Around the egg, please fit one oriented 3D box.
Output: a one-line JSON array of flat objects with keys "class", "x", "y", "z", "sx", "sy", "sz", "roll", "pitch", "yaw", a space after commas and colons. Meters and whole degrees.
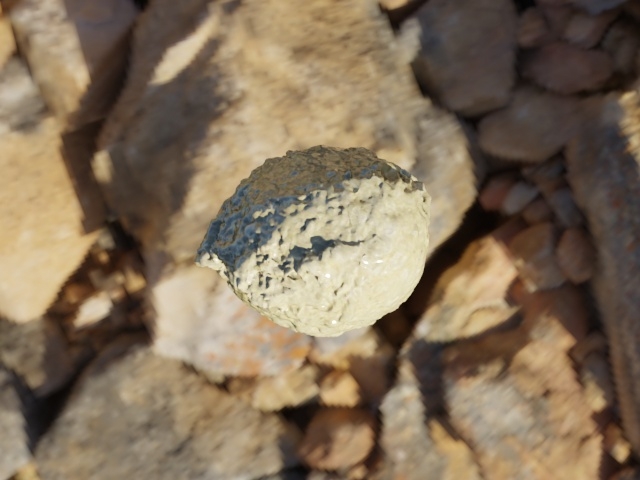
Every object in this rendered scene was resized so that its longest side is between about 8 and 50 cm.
[{"class": "egg", "x": 0.000, "y": 0.000, "z": 1.085, "sx": 0.140, "sy": 0.118, "sz": 0.116, "roll": -14, "pitch": 82, "yaw": 30}]
